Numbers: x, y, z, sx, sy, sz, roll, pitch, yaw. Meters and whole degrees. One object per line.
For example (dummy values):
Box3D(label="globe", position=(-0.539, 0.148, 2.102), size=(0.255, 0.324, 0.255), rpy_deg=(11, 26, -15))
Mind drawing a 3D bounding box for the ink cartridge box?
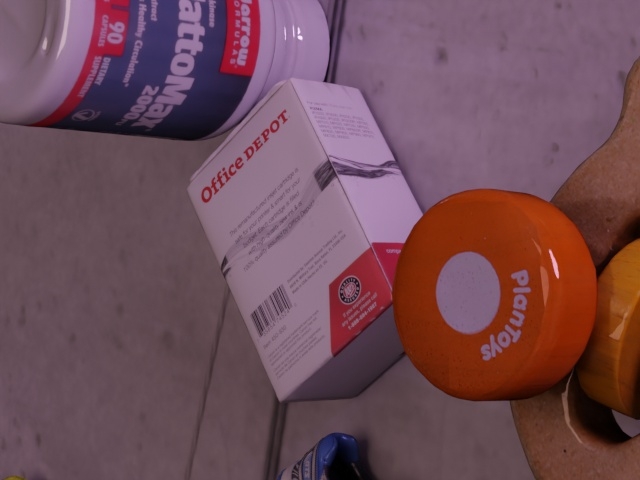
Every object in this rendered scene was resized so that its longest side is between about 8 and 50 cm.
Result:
Box3D(label="ink cartridge box", position=(0.000, 0.000, 0.898), size=(0.099, 0.056, 0.135), rpy_deg=(-44, 59, 35))

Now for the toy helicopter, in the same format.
Box3D(label="toy helicopter", position=(0.205, -0.006, 0.635), size=(0.355, 0.140, 0.235), rpy_deg=(-52, 55, 26))

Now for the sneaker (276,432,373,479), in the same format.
Box3D(label="sneaker", position=(0.025, 0.150, 0.872), size=(0.058, 0.052, 0.135), rpy_deg=(-55, 53, 24))

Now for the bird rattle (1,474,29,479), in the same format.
Box3D(label="bird rattle", position=(-0.239, 0.283, 1.093), size=(0.207, 0.143, 0.253), rpy_deg=(40, 120, 21))

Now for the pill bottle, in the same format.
Box3D(label="pill bottle", position=(-0.086, -0.106, 0.903), size=(0.108, 0.180, 0.108), rpy_deg=(-2, 87, 46))
